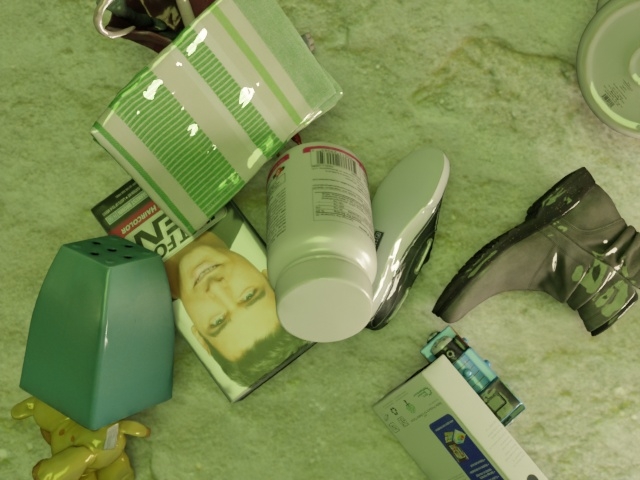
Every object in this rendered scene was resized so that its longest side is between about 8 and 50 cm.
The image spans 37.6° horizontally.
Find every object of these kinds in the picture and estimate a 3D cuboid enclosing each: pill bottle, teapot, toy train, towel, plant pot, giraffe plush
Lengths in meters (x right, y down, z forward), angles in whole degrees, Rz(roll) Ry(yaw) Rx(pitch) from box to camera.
[{"bbox_3d":[0.000,0.000,1.384,0.161,0.160,0.283,-5,44,3],"label":"pill bottle"},{"bbox_3d":[0.527,-0.277,1.448,0.253,0.187,0.255,10,111,23],"label":"teapot"},{"bbox_3d":[0.232,0.212,1.438,0.080,0.105,0.184,-41,83,-2],"label":"toy train"},{"bbox_3d":[-0.145,-0.189,1.364,0.325,0.038,0.248,-44,124,-5],"label":"towel"},{"bbox_3d":[-0.320,0.121,1.389,0.166,0.165,0.234,20,110,31],"label":"plant pot"},{"bbox_3d":[-0.384,0.297,1.446,0.170,0.181,0.210,44,119,30],"label":"giraffe plush"}]

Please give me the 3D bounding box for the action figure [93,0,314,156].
[{"bbox_3d":[-0.139,-0.279,1.431,0.248,0.275,0.370,-39,106,4],"label":"action figure"}]

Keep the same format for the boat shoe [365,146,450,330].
[{"bbox_3d":[0.130,0.001,1.475,0.108,0.102,0.301,20,84,44],"label":"boat shoe"}]

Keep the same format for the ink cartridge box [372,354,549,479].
[{"bbox_3d":[0.232,0.338,1.395,0.065,0.165,0.332,-33,81,-37],"label":"ink cartridge box"}]

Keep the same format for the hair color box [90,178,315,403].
[{"bbox_3d":[-0.168,0.050,1.478,0.185,0.113,0.374,-37,83,-2],"label":"hair color box"}]

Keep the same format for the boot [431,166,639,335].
[{"bbox_3d":[0.357,0.067,1.449,0.338,0.118,0.222,-41,88,2],"label":"boot"}]
